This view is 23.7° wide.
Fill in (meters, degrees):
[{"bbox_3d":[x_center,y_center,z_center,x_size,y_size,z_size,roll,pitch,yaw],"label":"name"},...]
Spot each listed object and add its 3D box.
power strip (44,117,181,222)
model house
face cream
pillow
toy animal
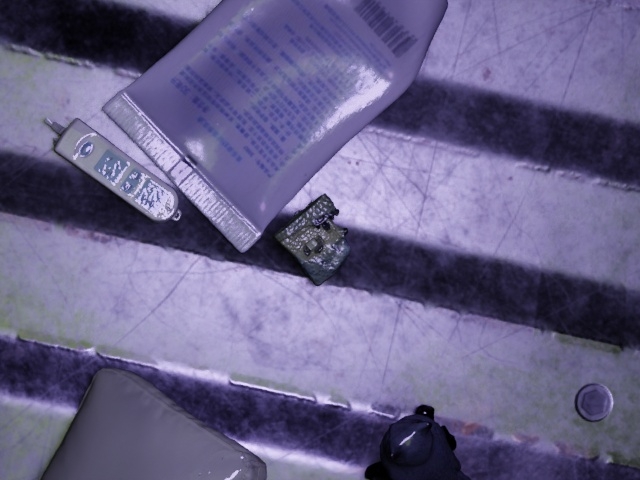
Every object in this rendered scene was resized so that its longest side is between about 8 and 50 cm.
[{"bbox_3d":[-0.238,-0.083,1.748,0.191,0.030,0.047,36,86,-6],"label":"power strip"},{"bbox_3d":[0.000,0.000,1.756,0.079,0.066,0.083,-40,96,-2],"label":"model house"},{"bbox_3d":[-0.020,-0.210,1.737,0.420,0.137,0.235,-43,96,4],"label":"face cream"},{"bbox_3d":[-0.227,0.324,1.674,0.255,0.120,0.322,29,88,34],"label":"pillow"},{"bbox_3d":[0.113,0.257,1.702,0.121,0.210,0.117,-43,80,-3],"label":"toy animal"}]
